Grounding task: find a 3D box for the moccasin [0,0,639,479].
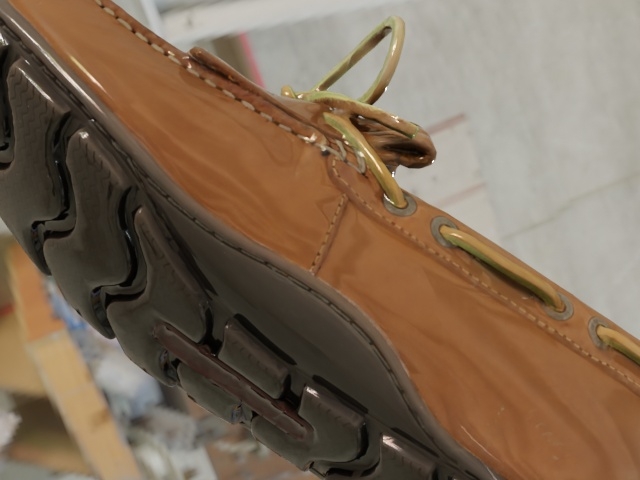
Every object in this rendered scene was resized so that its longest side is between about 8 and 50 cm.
[{"bbox_3d":[0.001,-0.002,0.652,0.380,0.147,0.139,34,-34,11],"label":"moccasin"}]
